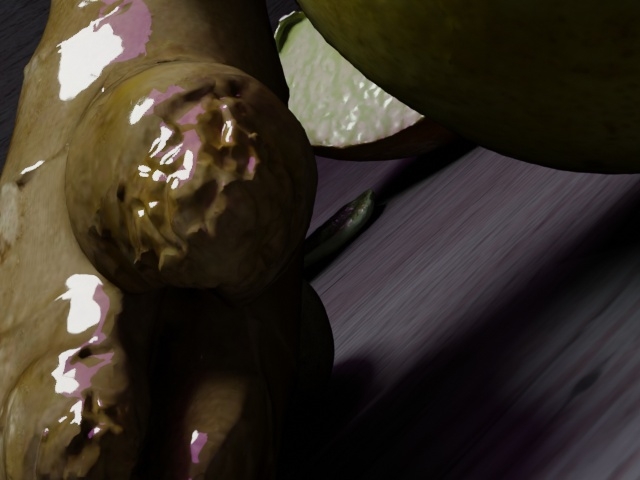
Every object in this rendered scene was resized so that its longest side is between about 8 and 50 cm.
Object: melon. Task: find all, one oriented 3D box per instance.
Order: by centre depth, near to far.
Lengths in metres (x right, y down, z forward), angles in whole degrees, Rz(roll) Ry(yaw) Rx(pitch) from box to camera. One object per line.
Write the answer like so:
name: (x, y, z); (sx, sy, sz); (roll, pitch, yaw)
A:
melon: (-0.042, 0.053, 0.655); (0.098, 0.098, 0.130); (-38, 12, -11)

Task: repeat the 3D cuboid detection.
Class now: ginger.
ginger: (-0.084, -0.033, 0.505); (0.166, 0.376, 0.236); (-11, -5, 3)

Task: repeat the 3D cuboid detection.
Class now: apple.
apple: (0.105, -0.178, 1.158); (0.346, 0.179, 0.254); (-23, 24, 29)

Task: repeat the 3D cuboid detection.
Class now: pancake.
pancake: (0.004, -0.005, 1.140); (0.116, 0.022, 0.129); (-39, 7, -6)

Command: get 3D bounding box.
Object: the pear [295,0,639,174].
pear: (0.120, -0.162, 0.463); (0.304, 0.304, 0.304); (-36, 7, 5)
